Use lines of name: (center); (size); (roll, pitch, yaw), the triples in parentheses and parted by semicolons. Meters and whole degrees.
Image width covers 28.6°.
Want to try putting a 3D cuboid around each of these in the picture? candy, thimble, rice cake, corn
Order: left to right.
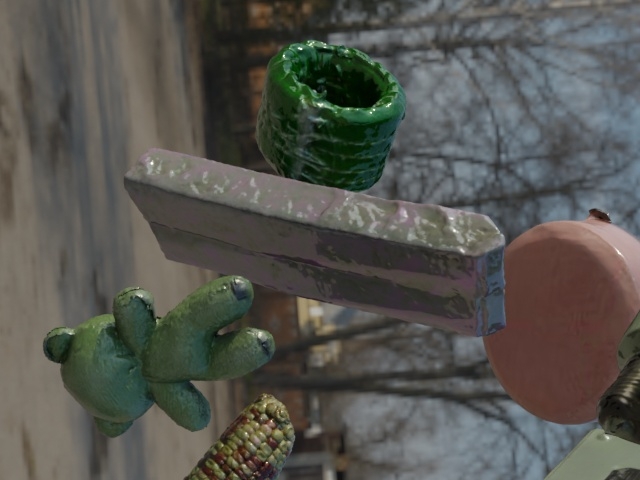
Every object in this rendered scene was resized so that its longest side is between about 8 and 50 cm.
corn: (-0.111, 0.276, 1.320); (0.253, 0.086, 0.086); (-53, 171, -13)
rice cake: (-0.001, 0.001, 0.961); (0.106, 0.298, 0.050); (79, 30, -49)
thimble: (0.006, -0.099, 1.018); (0.130, 0.118, 0.090); (-67, 174, -58)
candy: (0.304, 0.089, 1.491); (0.255, 0.094, 0.255); (1, -89, 47)

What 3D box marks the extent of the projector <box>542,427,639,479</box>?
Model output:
projector: (0.295, 0.290, 1.235); (0.257, 0.192, 0.099); (-31, 118, -43)

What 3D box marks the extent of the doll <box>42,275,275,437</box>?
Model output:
doll: (-0.105, 0.075, 0.856); (0.077, 0.150, 0.115); (-77, 146, -63)

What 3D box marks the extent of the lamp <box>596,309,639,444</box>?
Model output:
lamp: (0.323, 0.048, 0.924); (0.182, 0.182, 0.314); (88, 23, -48)
